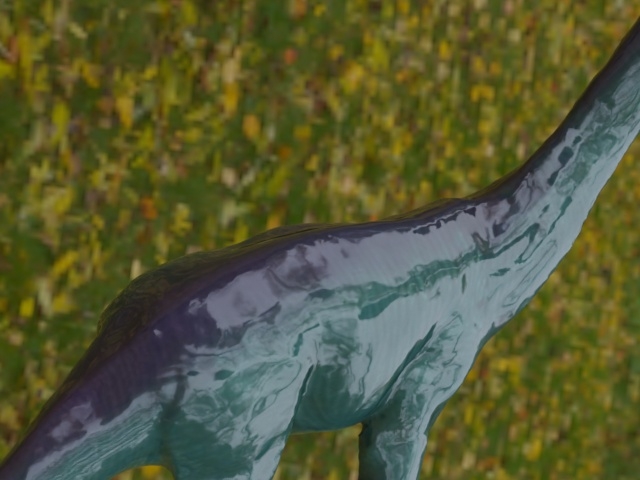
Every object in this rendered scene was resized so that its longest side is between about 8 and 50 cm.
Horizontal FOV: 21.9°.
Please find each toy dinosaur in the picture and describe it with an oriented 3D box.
[{"bbox_3d":[0.000,0.000,0.650,0.383,0.129,0.331,-7,133,-36],"label":"toy dinosaur"}]
